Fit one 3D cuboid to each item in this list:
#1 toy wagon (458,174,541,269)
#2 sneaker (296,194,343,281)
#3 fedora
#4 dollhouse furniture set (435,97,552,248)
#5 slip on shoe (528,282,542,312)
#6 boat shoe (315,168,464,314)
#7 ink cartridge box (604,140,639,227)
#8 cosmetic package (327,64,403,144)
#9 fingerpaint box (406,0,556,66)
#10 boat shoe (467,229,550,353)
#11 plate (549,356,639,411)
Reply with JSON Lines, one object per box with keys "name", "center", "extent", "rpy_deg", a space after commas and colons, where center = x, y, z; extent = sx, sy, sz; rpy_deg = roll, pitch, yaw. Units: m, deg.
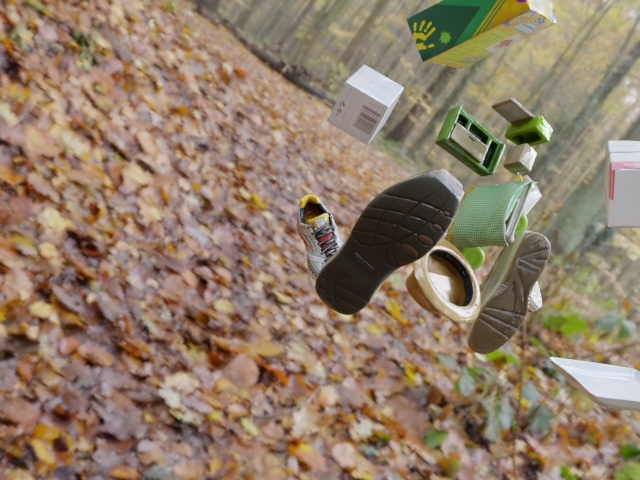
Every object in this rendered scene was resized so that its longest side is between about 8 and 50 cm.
{"name": "toy wagon", "center": [0.358, -0.013, 1.848], "extent": [0.068, 0.344, 0.267], "rpy_deg": [47, 18, -4]}
{"name": "sneaker", "center": [0.000, 0.000, 1.627], "extent": [0.092, 0.088, 0.225], "rpy_deg": [84, -18, -51]}
{"name": "fedora", "center": [0.228, 0.086, 1.558], "extent": [0.194, 0.079, 0.194], "rpy_deg": [26, 48, -33]}
{"name": "dollhouse furniture set", "center": [0.336, -0.141, 1.700], "extent": [0.151, 0.301, 0.198], "rpy_deg": [35, -22, -23]}
{"name": "slip on shoe", "center": [0.527, 0.074, 2.195], "extent": [0.123, 0.101, 0.331], "rpy_deg": [48, 30, -30]}
{"name": "boat shoe", "center": [0.112, -0.008, 1.331], "extent": [0.122, 0.324, 0.120], "rpy_deg": [45, 36, 0]}
{"name": "ink cartridge box", "center": [0.766, -0.145, 2.018], "extent": [0.092, 0.158, 0.218], "rpy_deg": [1, 25, 15]}
{"name": "cosmetic package", "center": [0.139, -0.419, 2.468], "extent": [0.152, 0.151, 0.183], "rpy_deg": [31, 34, 3]}
{"name": "fingerpaint box", "center": [0.539, -0.726, 2.642], "extent": [0.445, 0.371, 0.163], "rpy_deg": [-18, 87, -62]}
{"name": "boat shoe", "center": [0.415, 0.115, 1.827], "extent": [0.109, 0.302, 0.098], "rpy_deg": [25, 2, -17]}
{"name": "plate", "center": [0.791, 0.396, 2.158], "extent": [0.278, 0.045, 0.278], "rpy_deg": [9, 11, -11]}
